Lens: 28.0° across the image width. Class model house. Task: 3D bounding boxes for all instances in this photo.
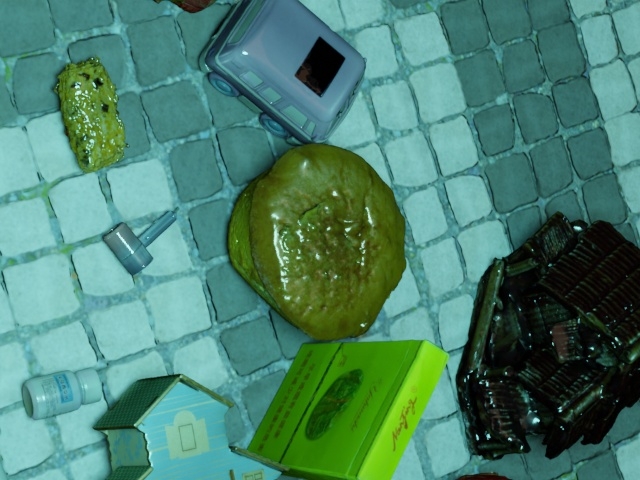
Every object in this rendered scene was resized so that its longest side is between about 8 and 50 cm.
[{"bbox_3d":[0.356,0.140,1.830,0.317,0.282,0.297,-32,102,-27],"label":"model house"},{"bbox_3d":[-0.191,0.269,1.583,0.271,0.178,0.207,-9,88,-30],"label":"model house"}]

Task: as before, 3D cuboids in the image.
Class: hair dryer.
[{"bbox_3d":[-0.224,-0.013,1.669,0.114,0.037,0.063,-44,106,-32],"label":"hair dryer"}]

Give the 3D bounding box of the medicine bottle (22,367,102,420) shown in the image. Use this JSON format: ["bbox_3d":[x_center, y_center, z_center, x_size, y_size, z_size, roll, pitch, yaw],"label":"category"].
[{"bbox_3d":[-0.320,0.188,1.589,0.089,0.052,0.052,-12,92,-29],"label":"medicine bottle"}]

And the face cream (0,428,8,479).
[{"bbox_3d":[-0.365,0.380,1.502,0.145,0.145,0.370,-22,96,-28],"label":"face cream"}]

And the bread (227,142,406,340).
[{"bbox_3d":[0.000,0.000,1.728,0.268,0.145,0.269,2,87,-33],"label":"bread"}]

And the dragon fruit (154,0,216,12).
[{"bbox_3d":[-0.187,-0.384,1.665,0.161,0.127,0.121,14,72,-28],"label":"dragon fruit"}]

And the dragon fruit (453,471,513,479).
[{"bbox_3d":[0.219,0.444,1.764,0.241,0.241,0.252,32,88,-23],"label":"dragon fruit"}]

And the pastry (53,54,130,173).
[{"bbox_3d":[-0.291,-0.159,1.627,0.080,0.056,0.140,-25,96,-39],"label":"pastry"}]

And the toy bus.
[{"bbox_3d":[-0.042,-0.229,1.718,0.202,0.142,0.142,38,69,-22],"label":"toy bus"}]

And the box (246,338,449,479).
[{"bbox_3d":[0.024,0.214,1.614,0.047,0.335,0.187,35,71,-19],"label":"box"}]
